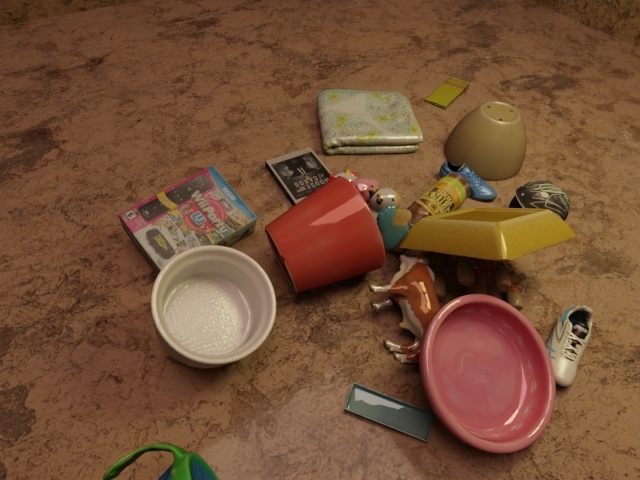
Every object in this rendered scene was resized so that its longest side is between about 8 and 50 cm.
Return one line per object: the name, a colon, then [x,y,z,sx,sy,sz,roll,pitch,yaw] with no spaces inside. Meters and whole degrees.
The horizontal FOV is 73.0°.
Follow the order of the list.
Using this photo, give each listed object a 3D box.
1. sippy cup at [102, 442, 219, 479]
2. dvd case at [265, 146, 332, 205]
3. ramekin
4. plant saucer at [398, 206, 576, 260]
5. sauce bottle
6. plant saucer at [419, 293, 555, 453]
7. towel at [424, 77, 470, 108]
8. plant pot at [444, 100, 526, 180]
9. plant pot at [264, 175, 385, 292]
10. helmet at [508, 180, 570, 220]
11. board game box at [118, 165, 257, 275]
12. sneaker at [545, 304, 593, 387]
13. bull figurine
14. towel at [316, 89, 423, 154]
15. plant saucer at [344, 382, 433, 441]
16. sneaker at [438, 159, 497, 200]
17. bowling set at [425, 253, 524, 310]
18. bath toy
sippy cup: [-0.260,0.522,0.715,0.224,0.240,0.305,-30,33,-14]
dvd case: [-0.058,-0.218,1.471,0.179,0.030,0.239,-22,54,-20]
ramekin: [-0.254,0.163,1.014,0.277,0.135,0.277,12,59,-20]
plant saucer: [0.432,-0.033,1.143,0.332,0.081,0.332,-12,13,-34]
sauce bottle: [0.330,-0.084,1.328,0.111,0.111,0.344,35,57,24]
plant saucer: [0.362,0.291,0.970,0.331,0.084,0.333,6,68,-15]
towel: [0.551,-0.641,1.876,0.102,0.021,0.237,28,54,26]
plant pot: [0.608,-0.377,1.541,0.283,0.191,0.284,2,50,-3]
plant pot: [0.000,0.000,1.152,0.243,0.275,0.275,-25,55,-10]
helmet: [0.672,-0.104,1.330,0.169,0.162,0.170,2,49,-2]
board game box: [-0.370,-0.049,1.233,0.303,0.097,0.224,-35,75,-28]
sneaker: [0.617,0.254,1.073,0.085,0.086,0.237,28,55,17]
bull figurine: [0.231,0.167,1.096,0.188,0.101,0.311,-14,60,-7]
towel: [0.180,-0.459,1.652,0.374,0.090,0.321,-3,49,-5]
plant saucer: [0.154,0.386,0.976,0.191,0.018,0.067,17,51,12]
sneaker: [0.500,-0.204,1.459,0.209,0.082,0.069,31,52,19]
bowling set: [0.433,0.065,1.157,0.286,0.200,0.154,9,48,-1]
bath toy: [0.126,-0.119,1.263,0.151,0.129,0.348,-49,37,7]
